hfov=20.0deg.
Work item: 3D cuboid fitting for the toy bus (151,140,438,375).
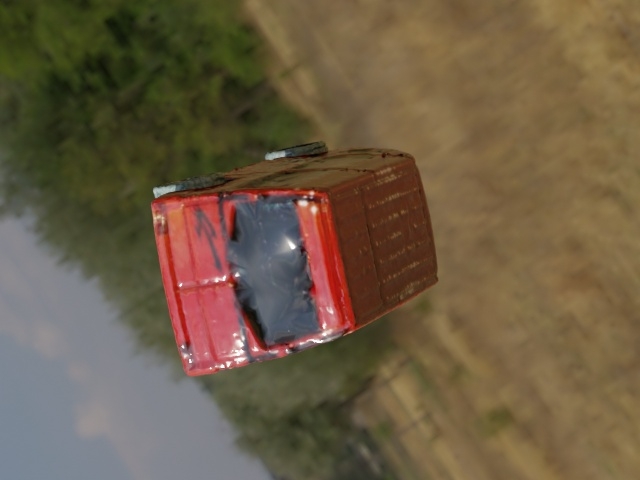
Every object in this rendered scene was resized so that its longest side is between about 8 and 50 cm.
[{"bbox_3d":[0.000,0.000,0.790,0.195,0.089,0.081,-22,-78,-68],"label":"toy bus"}]
